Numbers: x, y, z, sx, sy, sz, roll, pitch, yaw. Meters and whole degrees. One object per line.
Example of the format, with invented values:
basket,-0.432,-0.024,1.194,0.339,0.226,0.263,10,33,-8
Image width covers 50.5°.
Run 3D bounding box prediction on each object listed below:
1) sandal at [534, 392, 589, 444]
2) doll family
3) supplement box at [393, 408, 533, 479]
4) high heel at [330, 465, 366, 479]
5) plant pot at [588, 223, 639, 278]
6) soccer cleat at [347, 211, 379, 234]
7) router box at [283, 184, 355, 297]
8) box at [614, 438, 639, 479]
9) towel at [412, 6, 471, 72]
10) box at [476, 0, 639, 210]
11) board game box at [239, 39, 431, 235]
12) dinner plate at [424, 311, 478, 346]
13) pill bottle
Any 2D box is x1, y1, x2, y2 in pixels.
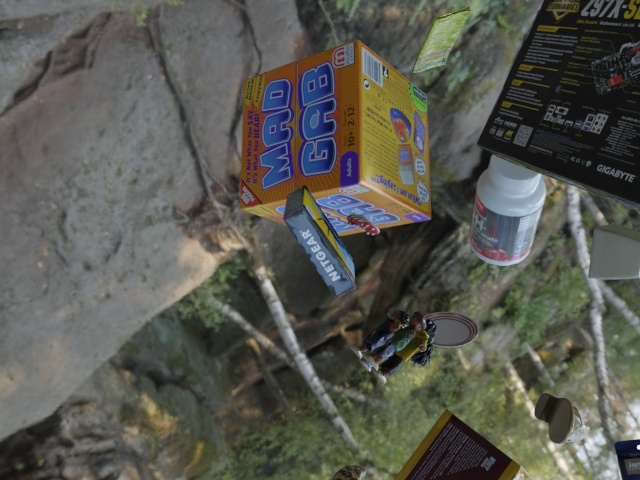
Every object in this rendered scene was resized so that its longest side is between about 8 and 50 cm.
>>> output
sandal,0.514,0.374,1.402,0.240,0.079,0.088,10,104,-86
doll family,0.107,0.136,0.928,0.111,0.076,0.193,-39,-171,-8
supplement box,0.298,0.499,1.416,0.191,0.194,0.129,-52,141,-6
high heel,0.085,0.546,1.341,0.261,0.186,0.093,-20,127,-60
plant pot,0.628,0.028,1.404,0.096,0.109,0.109,11,-168,42
soccer cleat,0.095,-0.039,1.460,0.035,0.083,0.029,-44,143,-33
router box,0.000,0.000,1.235,0.046,0.179,0.133,-30,-161,12
box,0.676,0.504,1.340,0.136,0.225,0.036,-12,155,15
towel,0.305,-0.505,1.729,0.102,0.021,0.237,-22,167,-12
box,0.361,-0.191,0.852,0.079,0.322,0.257,20,100,-28
board game box,0.044,-0.234,1.754,0.356,0.356,0.356,-10,163,34
dinner plate,0.283,0.203,1.525,0.141,0.017,0.141,-5,-154,3
pill bottle,0.496,-0.093,1.800,0.176,0.176,0.318,-24,142,-15
